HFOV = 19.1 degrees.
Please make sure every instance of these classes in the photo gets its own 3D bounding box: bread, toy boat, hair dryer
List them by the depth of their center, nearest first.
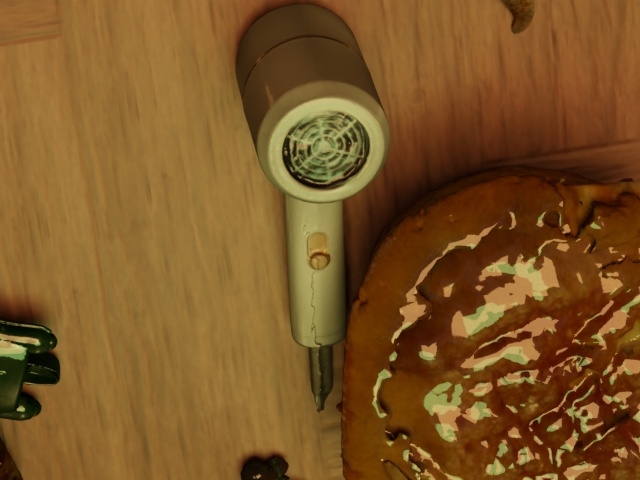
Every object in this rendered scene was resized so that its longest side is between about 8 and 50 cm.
[{"bbox_3d":[0.000,0.000,1.569,0.107,0.173,0.357,-7,121,-4],"label":"hair dryer"},{"bbox_3d":[0.172,0.099,1.590,0.337,0.204,0.358,2,110,-11],"label":"bread"},{"bbox_3d":[-0.322,0.098,1.594,0.210,0.052,0.104,11,125,-10],"label":"toy boat"}]

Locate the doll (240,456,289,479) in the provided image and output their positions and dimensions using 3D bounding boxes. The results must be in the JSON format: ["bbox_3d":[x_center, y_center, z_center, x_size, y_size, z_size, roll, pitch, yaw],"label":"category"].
[{"bbox_3d":[-0.064,0.275,1.685,0.139,0.057,0.165,-4,99,-5],"label":"doll"}]

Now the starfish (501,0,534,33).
[{"bbox_3d":[0.086,-0.258,1.502,0.231,0.048,0.295,-6,147,14],"label":"starfish"}]

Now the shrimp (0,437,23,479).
[{"bbox_3d":[-0.337,0.185,1.620,0.148,0.035,0.195,-14,130,12],"label":"shrimp"}]
